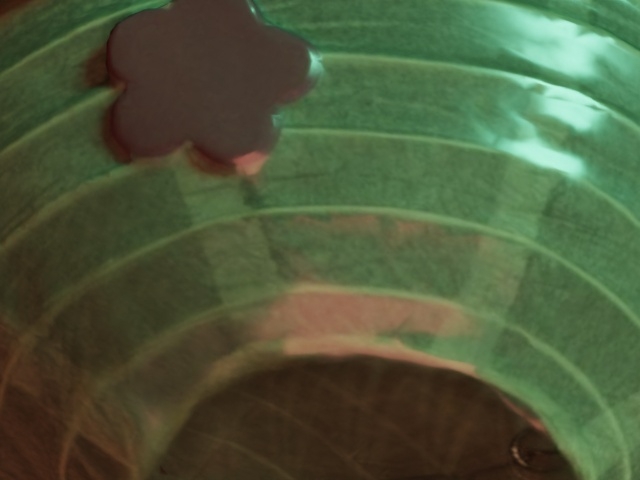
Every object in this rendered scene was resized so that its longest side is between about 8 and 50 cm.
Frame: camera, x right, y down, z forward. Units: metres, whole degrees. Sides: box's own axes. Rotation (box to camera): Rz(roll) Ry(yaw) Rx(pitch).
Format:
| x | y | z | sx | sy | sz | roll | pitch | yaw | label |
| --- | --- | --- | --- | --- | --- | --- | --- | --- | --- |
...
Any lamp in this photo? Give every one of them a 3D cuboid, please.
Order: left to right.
| x | y | z | sx | sy | sz | roll | pitch | yaw | label |
| --- | --- | --- | --- | --- | --- | --- | --- | --- | --- |
| 0.000 | 0.000 | 0.470 | 0.265 | 0.233 | 0.233 | -14 | 115 | 3 | lamp |
